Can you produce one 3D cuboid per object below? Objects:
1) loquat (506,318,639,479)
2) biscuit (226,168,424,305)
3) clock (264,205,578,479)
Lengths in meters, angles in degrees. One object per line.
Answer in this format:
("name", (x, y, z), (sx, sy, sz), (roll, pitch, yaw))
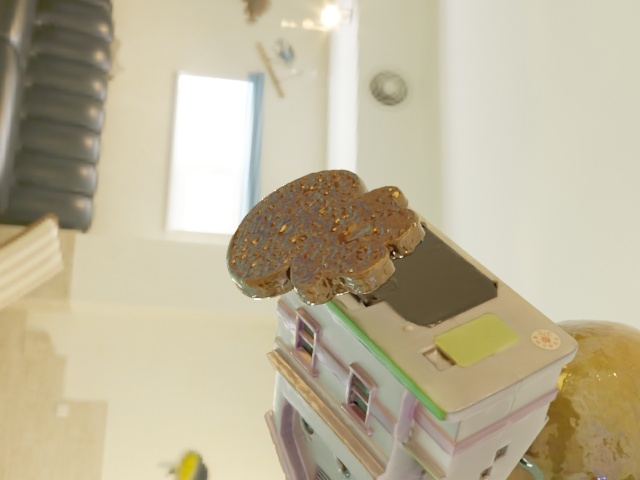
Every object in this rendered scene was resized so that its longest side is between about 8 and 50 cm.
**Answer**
("loquat", (0.311, 0.219, 1.154), (0.276, 0.284, 0.276), (-5, -97, 46))
("biscuit", (0.000, 0.000, 0.683), (0.175, 0.124, 0.026), (17, -32, 52))
("clock", (0.065, 0.153, 0.842), (0.235, 0.166, 0.309), (43, -40, 38))
